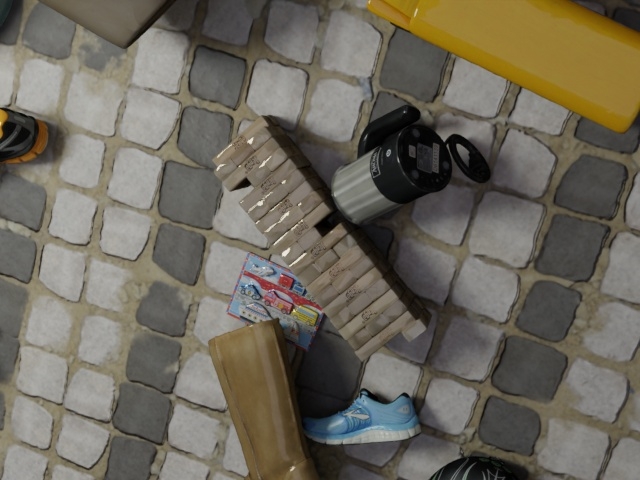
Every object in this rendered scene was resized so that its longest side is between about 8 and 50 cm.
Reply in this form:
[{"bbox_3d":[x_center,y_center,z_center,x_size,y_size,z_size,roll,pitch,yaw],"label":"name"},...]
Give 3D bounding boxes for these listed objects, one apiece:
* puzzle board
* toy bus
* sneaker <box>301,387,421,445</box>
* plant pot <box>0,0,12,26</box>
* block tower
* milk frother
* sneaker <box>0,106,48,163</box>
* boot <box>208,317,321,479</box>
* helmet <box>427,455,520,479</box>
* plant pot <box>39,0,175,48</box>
[{"bbox_3d":[-0.058,0.084,1.235,0.128,0.011,0.096,24,106,10],"label":"puzzle board"},{"bbox_3d":[0.214,-0.240,1.035,0.333,0.130,0.108,28,106,8],"label":"toy bus"},{"bbox_3d":[0.052,0.235,1.220,0.162,0.063,0.073,-8,80,13],"label":"sneaker"},{"bbox_3d":[-0.578,-0.379,1.189,0.293,0.196,0.293,3,101,15],"label":"plant pot"},{"bbox_3d":[0.000,0.000,1.158,0.097,0.091,0.335,-40,88,14],"label":"block tower"},{"bbox_3d":[0.113,-0.079,1.118,0.143,0.129,0.135,34,148,-22],"label":"milk frother"},{"bbox_3d":[-0.488,-0.136,1.260,0.215,0.083,0.084,-18,68,13],"label":"sneaker"},{"bbox_3d":[-0.098,0.259,1.241,0.236,0.089,0.269,-22,84,37],"label":"boot"},{"bbox_3d":[0.188,0.362,1.143,0.169,0.161,0.169,3,101,15],"label":"helmet"},{"bbox_3d":[-0.270,-0.392,1.072,0.280,0.323,0.323,43,109,-15],"label":"plant pot"}]
